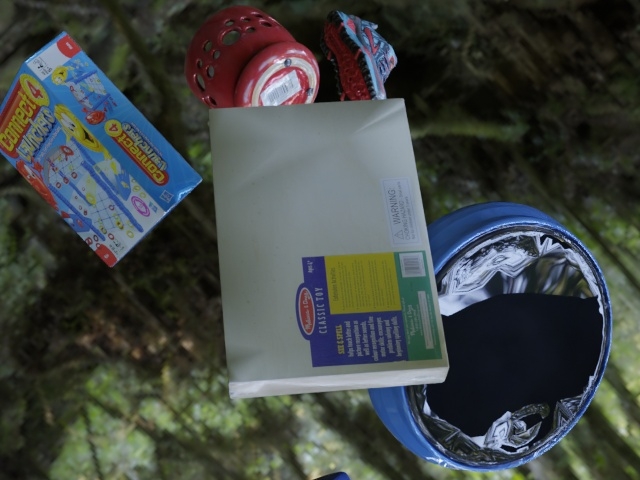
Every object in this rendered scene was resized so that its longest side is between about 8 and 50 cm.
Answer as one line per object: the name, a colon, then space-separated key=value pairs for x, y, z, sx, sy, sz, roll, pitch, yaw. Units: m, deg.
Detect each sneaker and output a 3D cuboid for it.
sneaker: x=0.092 y=-0.330 z=2.194 sx=0.104 sy=0.125 sz=0.262 roll=116 pitch=-32 yaw=-41

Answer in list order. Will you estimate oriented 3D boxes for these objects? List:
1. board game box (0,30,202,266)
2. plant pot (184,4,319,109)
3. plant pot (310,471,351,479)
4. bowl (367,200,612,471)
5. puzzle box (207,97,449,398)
board game box: x=-0.364 y=-0.131 z=1.887 sx=0.086 sy=0.302 sz=0.308 roll=-46 pitch=-175 yaw=-30
plant pot: x=-0.109 y=-0.280 z=2.043 sx=0.191 sy=0.191 sz=0.174 roll=-45 pitch=-129 yaw=-4
plant pot: x=-0.050 y=0.522 z=1.848 sx=0.236 sy=0.236 sz=0.212 roll=-26 pitch=176 yaw=30
bowl: x=0.247 y=0.142 z=1.688 sx=0.391 sy=0.391 sz=0.077 roll=-47 pitch=-152 yaw=-12
puzzle box: x=0.000 y=0.000 z=1.545 sx=0.052 sy=0.272 sz=0.409 roll=97 pitch=-11 yaw=-60
